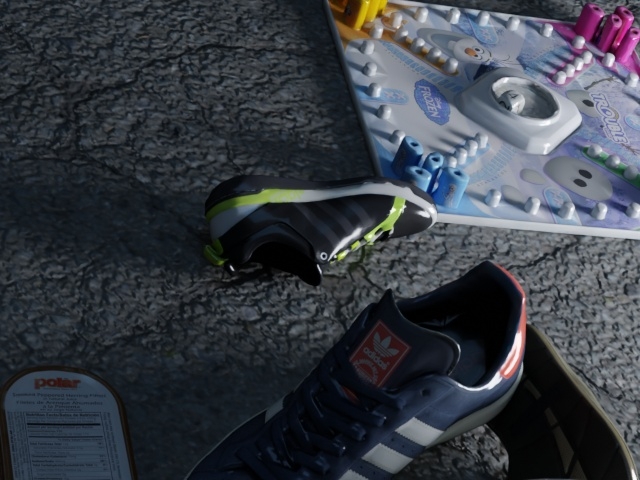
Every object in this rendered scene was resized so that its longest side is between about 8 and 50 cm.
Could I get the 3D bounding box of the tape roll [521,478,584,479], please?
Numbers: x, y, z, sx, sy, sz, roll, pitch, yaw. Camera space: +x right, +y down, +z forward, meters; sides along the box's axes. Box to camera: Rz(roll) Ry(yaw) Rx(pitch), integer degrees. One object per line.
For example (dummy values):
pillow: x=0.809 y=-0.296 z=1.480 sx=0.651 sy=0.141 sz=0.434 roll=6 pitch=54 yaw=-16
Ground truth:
tape roll: x=0.141 y=0.327 z=1.008 sx=0.392 sy=0.072 sz=0.392 roll=-8 pitch=46 yaw=8

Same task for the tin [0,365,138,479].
tin: x=-0.192 y=0.170 z=1.211 sx=0.106 sy=0.040 sz=0.189 roll=6 pitch=40 yaw=-23

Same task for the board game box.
board game box: x=0.224 y=-0.155 z=1.757 sx=0.390 sy=0.050 sz=0.390 roll=4 pitch=40 yaw=-17

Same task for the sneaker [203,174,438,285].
sneaker: x=0.000 y=0.000 z=1.479 sx=0.235 sy=0.084 sz=0.097 roll=0 pitch=66 yaw=-21

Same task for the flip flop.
flip flop: x=0.199 y=0.175 z=1.328 sx=0.080 sy=0.112 sz=0.277 roll=39 pitch=15 yaw=-33

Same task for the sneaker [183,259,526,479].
sneaker: x=0.026 y=0.125 z=1.233 sx=0.350 sy=0.148 sz=0.131 roll=-35 pitch=63 yaw=-31
